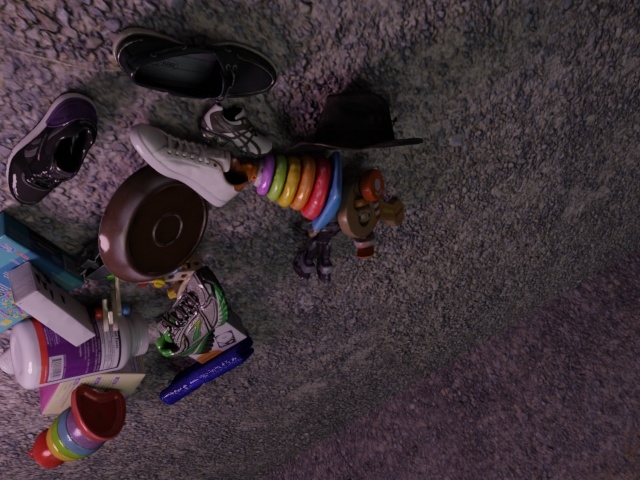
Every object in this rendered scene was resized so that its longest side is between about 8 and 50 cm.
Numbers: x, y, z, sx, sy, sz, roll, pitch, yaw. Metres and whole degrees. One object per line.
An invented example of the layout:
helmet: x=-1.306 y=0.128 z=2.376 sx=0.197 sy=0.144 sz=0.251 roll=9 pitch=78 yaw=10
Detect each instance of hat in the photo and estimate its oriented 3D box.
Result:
hat: x=0.078 y=-0.277 z=1.340 sx=0.332 sy=0.331 sz=0.133 roll=-7 pitch=101 yaw=-26

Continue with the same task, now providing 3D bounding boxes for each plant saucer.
plant saucer: x=-0.368 y=-0.033 z=1.343 sx=0.311 sy=0.050 sz=0.310 roll=-39 pitch=143 yaw=-37

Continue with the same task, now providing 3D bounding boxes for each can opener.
can opener: x=-0.485 y=-0.008 z=1.401 sx=0.283 sy=0.076 sz=0.095 roll=-38 pitch=134 yaw=12

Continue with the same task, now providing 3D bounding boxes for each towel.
towel: x=-0.369 y=0.438 z=1.930 sx=0.308 sy=0.076 sz=0.227 roll=-31 pitch=-176 yaw=6

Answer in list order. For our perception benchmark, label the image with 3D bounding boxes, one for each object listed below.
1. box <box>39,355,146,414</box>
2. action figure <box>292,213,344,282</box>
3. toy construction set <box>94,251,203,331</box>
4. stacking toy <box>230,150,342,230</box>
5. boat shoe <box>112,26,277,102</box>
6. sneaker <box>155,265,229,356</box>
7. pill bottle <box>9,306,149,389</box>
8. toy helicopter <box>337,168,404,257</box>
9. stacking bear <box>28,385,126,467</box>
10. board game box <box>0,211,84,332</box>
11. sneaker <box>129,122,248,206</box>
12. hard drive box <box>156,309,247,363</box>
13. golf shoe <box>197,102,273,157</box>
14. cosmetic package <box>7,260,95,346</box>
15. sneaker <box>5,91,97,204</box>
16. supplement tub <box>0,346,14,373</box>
box: x=-0.698 y=0.420 z=1.760 sx=0.243 sy=0.117 sz=0.213 roll=11 pitch=130 yaw=-39
action figure: x=0.000 y=0.000 z=1.710 sx=0.186 sy=0.099 sz=0.284 roll=-1 pitch=133 yaw=-21
toy construction set: x=-0.444 y=0.114 z=1.535 sx=0.328 sy=0.151 sz=0.215 roll=-17 pitch=144 yaw=-32
stacking toy: x=-0.105 y=-0.152 z=1.424 sx=0.302 sy=0.165 sz=0.175 roll=12 pitch=142 yaw=-16
boat shoe: x=-0.228 y=-0.330 z=1.142 sx=0.340 sy=0.113 sz=0.127 roll=6 pitch=132 yaw=-37
sneaker: x=-0.335 y=0.203 z=1.486 sx=0.147 sy=0.134 sz=0.343 roll=-12 pitch=142 yaw=-37
pill bottle: x=-0.641 y=0.278 z=1.548 sx=0.323 sy=0.181 sz=0.181 roll=-6 pitch=139 yaw=-41
toy helicopter: x=0.153 y=-0.069 z=1.637 sx=0.140 sy=0.234 sz=0.355 roll=0 pitch=179 yaw=32
stacking bear: x=-0.737 y=0.575 z=1.704 sx=0.289 sy=0.164 sz=0.175 roll=-35 pitch=143 yaw=20
board game box: x=-0.783 y=0.104 z=1.352 sx=0.336 sy=0.079 sz=0.253 roll=-30 pitch=145 yaw=4
sneaker: x=-0.277 y=-0.188 z=1.271 sx=0.123 sy=0.105 sz=0.290 roll=-31 pitch=141 yaw=23
hard drive box: x=-0.371 y=0.277 z=1.814 sx=0.181 sy=0.089 sz=0.232 roll=-32 pitch=143 yaw=5
golf shoe: x=-0.175 y=-0.251 z=1.305 sx=0.198 sy=0.077 sz=0.093 roll=8 pitch=125 yaw=-45
cosmetic package: x=-0.628 y=0.154 z=1.358 sx=0.061 sy=0.098 sz=0.239 roll=-30 pitch=145 yaw=-6
sneaker: x=-0.541 y=-0.156 z=1.148 sx=0.107 sy=0.124 sz=0.283 roll=18 pitch=125 yaw=-44
supplement tub: x=-0.824 y=0.312 z=1.587 sx=0.107 sy=0.071 sz=0.071 roll=-36 pitch=143 yaw=14
